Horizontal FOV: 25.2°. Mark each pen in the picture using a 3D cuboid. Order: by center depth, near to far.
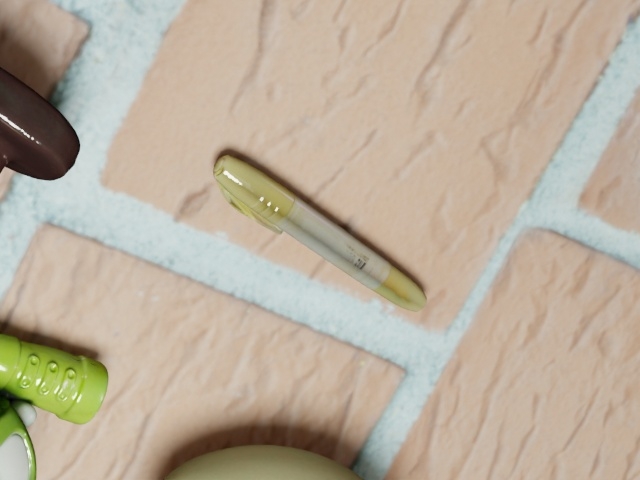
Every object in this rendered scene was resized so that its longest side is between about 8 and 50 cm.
[{"bbox_3d":[0.000,0.000,1.206,0.233,0.032,0.040,36,121,-26],"label":"pen"}]

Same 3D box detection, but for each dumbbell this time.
[{"bbox_3d":[-0.281,-0.017,1.022,0.140,0.124,0.225,37,71,-29],"label":"dumbbell"}]

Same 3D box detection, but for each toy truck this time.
[{"bbox_3d":[-0.288,0.139,1.123,0.187,0.148,0.210,42,73,-24],"label":"toy truck"}]

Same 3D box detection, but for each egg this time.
[{"bbox_3d":[-0.037,0.268,1.216,0.241,0.186,0.186,22,104,-13],"label":"egg"}]
